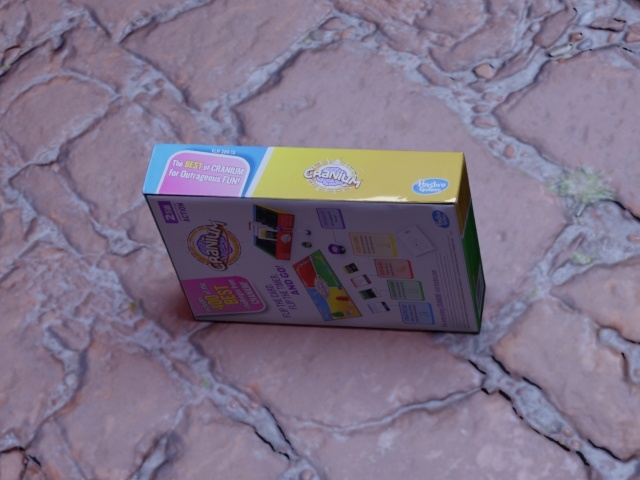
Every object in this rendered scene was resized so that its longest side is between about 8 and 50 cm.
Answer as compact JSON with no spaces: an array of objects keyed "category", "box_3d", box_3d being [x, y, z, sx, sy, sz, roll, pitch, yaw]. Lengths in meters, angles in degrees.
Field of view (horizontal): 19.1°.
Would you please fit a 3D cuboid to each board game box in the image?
[{"category":"board game box","box_3d":[0.000,0.000,1.942,0.316,0.242,0.064,2,56,12]}]
